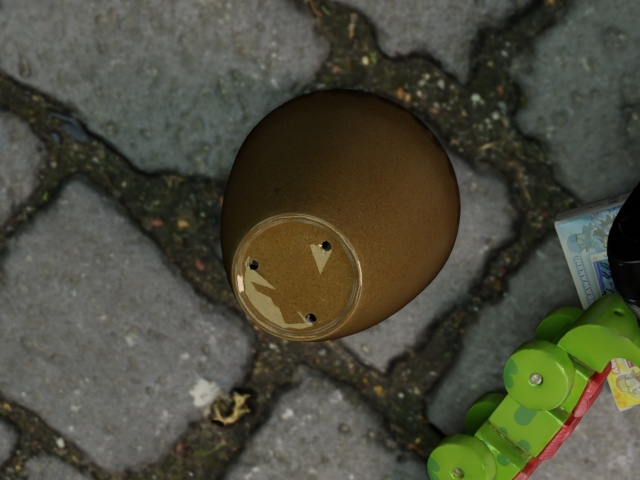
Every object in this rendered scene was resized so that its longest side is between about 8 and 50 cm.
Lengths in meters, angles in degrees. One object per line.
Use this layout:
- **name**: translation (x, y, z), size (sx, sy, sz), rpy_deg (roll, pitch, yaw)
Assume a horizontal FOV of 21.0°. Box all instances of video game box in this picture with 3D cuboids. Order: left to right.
- **video game box**: translation (0.347, 0.045, 1.678), size (0.187, 0.048, 0.205), rpy_deg (-17, 102, 13)

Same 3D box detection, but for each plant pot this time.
- **plant pot**: translation (0.000, 0.000, 1.621), size (0.237, 0.254, 0.237), rpy_deg (3, 107, 10)

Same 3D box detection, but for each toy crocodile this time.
- **toy crocodile**: translation (0.203, 0.173, 1.681), size (0.105, 0.115, 0.340), rpy_deg (41, 122, 8)

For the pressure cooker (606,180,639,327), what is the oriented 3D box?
- **pressure cooker**: translation (0.494, 0.062, 1.457), size (0.370, 0.375, 0.420), rpy_deg (-42, 99, 2)
